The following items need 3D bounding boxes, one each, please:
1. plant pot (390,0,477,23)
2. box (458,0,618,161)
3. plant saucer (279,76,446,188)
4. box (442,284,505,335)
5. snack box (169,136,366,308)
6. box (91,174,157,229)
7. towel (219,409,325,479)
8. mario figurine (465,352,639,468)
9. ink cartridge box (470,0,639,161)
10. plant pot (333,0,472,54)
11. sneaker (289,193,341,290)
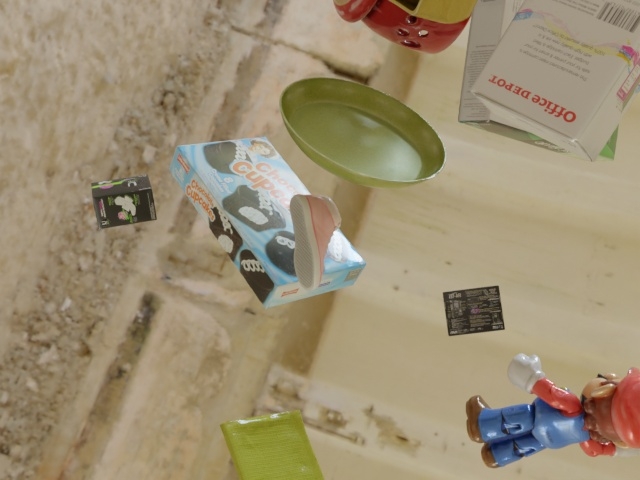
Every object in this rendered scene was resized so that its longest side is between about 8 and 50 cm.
[{"bbox_3d":[0.127,-0.276,0.844,0.081,0.083,0.081,52,-57,48],"label":"plant pot"},{"bbox_3d":[0.319,-0.246,1.091,0.059,0.322,0.232,9,-89,49],"label":"box"},{"bbox_3d":[0.054,-0.142,1.088,0.241,0.241,0.037,-70,-178,-54],"label":"plant saucer"},{"bbox_3d":[0.226,0.104,1.177,0.018,0.083,0.067,18,64,-82],"label":"box"},{"bbox_3d":[-0.090,-0.041,1.311,0.187,0.322,0.060,-13,144,-40],"label":"snack box"},{"bbox_3d":[-0.284,-0.056,1.148,0.062,0.083,0.052,-125,-152,-59],"label":"box"},{"bbox_3d":[-0.014,0.272,0.744,0.021,0.102,0.237,-43,-121,33],"label":"towel"},{"bbox_3d":[0.413,0.274,1.306,0.198,0.321,0.170,34,45,-53],"label":"mario figurine"},{"bbox_3d":[0.175,-0.128,0.542,0.122,0.089,0.052,-58,148,5],"label":"ink cartridge box"},{"bbox_3d":[0.124,-0.393,1.191,0.191,0.174,0.191,-36,-132,55],"label":"plant pot"},{"bbox_3d":[0.000,0.000,1.105,0.051,0.070,0.134,-3,-86,53],"label":"sneaker"}]
